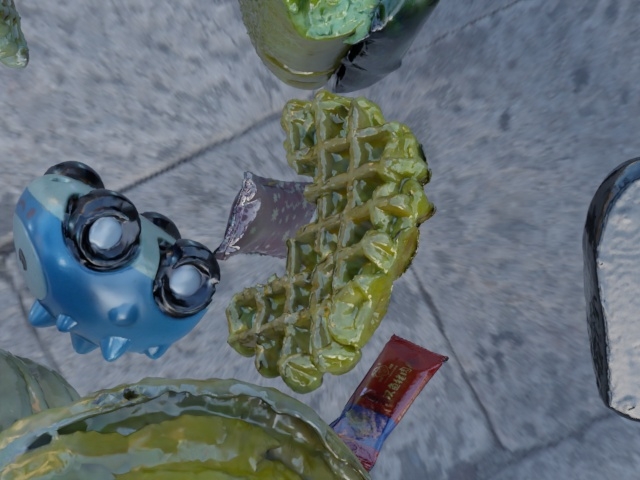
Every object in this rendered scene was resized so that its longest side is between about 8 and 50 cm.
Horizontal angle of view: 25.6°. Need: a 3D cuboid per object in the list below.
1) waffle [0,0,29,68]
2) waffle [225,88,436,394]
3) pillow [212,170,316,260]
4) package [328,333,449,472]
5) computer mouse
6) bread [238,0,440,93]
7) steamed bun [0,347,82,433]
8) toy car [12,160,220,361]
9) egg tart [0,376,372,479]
[{"bbox_3d":[-0.465,-0.390,1.869,0.056,0.309,0.291,-22,55,-2],"label":"waffle"},{"bbox_3d":[0.003,0.000,0.923,0.051,0.149,0.194,16,100,-41],"label":"waffle"},{"bbox_3d":[-0.057,-0.024,1.680,0.043,0.185,0.118,34,107,28],"label":"pillow"},{"bbox_3d":[0.071,0.192,1.676,0.083,0.022,0.200,18,51,30],"label":"package"},{"bbox_3d":[0.302,0.036,1.250,0.138,0.086,0.269,-9,115,6],"label":"computer mouse"},{"bbox_3d":[0.007,-0.305,1.597,0.208,0.376,0.251,-12,86,-4],"label":"bread"},{"bbox_3d":[-0.412,0.206,1.436,0.352,0.339,0.247,-13,95,-22],"label":"steamed bun"},{"bbox_3d":[-0.249,0.038,1.617,0.255,0.188,0.190,36,90,-31],"label":"toy car"},{"bbox_3d":[-0.093,0.254,0.840,0.345,0.132,0.345,-3,100,-19],"label":"egg tart"}]
